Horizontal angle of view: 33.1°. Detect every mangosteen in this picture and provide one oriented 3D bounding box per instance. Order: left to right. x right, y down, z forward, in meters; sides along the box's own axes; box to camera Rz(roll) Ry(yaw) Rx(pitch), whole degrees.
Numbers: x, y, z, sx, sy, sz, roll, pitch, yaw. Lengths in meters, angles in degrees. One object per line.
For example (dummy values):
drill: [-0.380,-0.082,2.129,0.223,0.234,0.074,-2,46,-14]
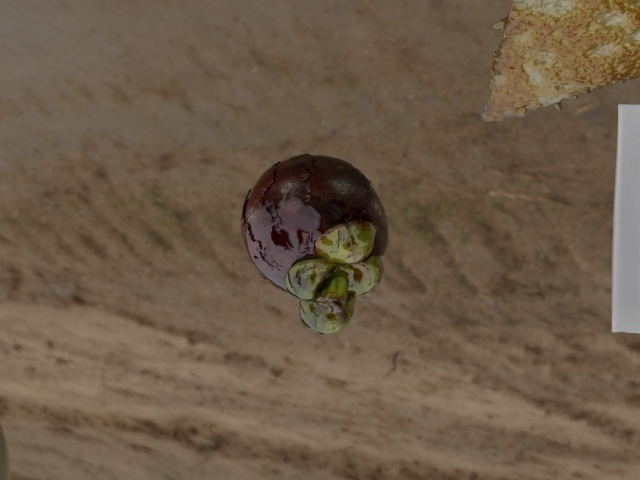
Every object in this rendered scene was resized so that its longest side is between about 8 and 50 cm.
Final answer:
mangosteen: [0.000,0.000,1.139,0.166,0.180,0.166,-14,143,-11]

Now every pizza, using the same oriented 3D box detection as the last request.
pizza: [0.198,-0.166,0.900,0.188,0.062,0.199,25,142,-22]

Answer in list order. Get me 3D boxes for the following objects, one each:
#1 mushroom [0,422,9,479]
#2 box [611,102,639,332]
mushroom: [-0.383,0.202,0.841,0.234,0.260,0.254,32,176,-38]
box: [0.357,-0.021,1.028,0.116,0.203,0.274,3,-178,24]
